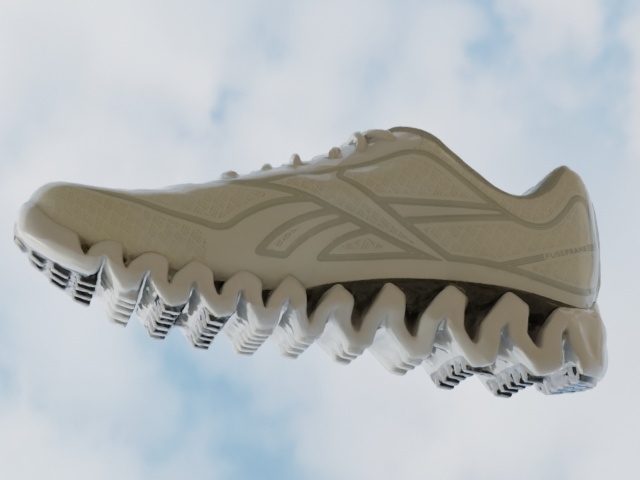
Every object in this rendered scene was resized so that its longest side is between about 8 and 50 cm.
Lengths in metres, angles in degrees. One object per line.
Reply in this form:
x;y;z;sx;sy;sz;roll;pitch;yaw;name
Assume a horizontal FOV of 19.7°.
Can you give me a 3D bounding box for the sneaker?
0.000;0.000;0.886;0.292;0.110;0.118;10;-101;-14;sneaker
